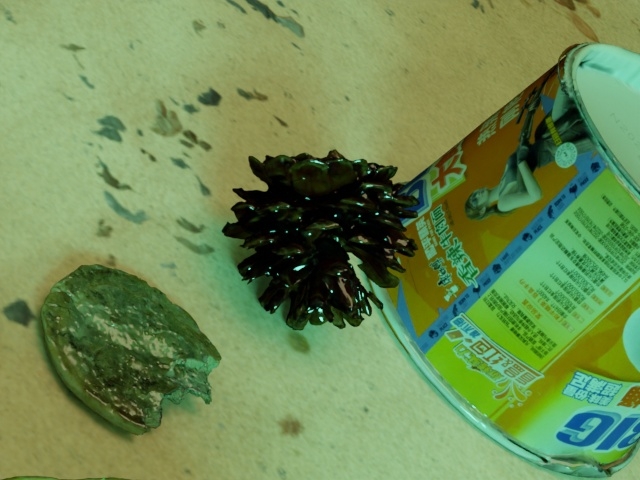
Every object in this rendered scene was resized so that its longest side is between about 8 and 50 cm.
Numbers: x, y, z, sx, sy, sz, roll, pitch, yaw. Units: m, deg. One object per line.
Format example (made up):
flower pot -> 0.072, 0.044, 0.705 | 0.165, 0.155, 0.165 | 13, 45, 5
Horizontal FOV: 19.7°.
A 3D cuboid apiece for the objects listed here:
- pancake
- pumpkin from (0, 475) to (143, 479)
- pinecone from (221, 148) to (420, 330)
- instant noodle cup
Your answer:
pancake -> -0.117, 0.063, 1.131 | 0.116, 0.022, 0.129 | 48, 31, 14
pumpkin -> -0.082, 0.247, 0.781 | 0.332, 0.199, 0.332 | 32, 30, -22
pinecone -> 0.000, -0.001, 1.254 | 0.140, 0.140, 0.120 | 15, 73, -39
instant noodle cup -> 0.203, 0.000, 1.391 | 0.296, 0.214, 0.296 | 29, 34, -21
